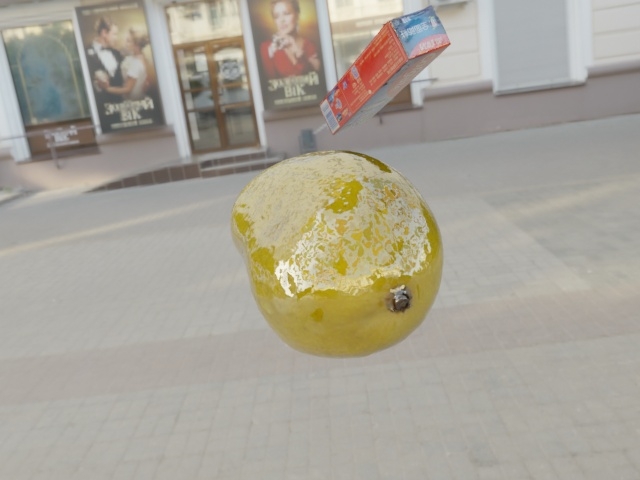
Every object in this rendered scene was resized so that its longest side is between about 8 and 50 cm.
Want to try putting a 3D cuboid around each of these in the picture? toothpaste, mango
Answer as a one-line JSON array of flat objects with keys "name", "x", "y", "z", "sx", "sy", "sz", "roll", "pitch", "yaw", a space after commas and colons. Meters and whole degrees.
[{"name": "toothpaste", "x": 0.087, "y": -0.253, "z": 0.995, "sx": 0.076, "sy": 0.066, "sz": 0.320, "roll": -25, "pitch": 0, "yaw": -19}, {"name": "mango", "x": 0.007, "y": -0.005, "z": 0.656, "sx": 0.195, "sy": 0.142, "sz": 0.332, "roll": -45, "pitch": 34, "yaw": 6}]
